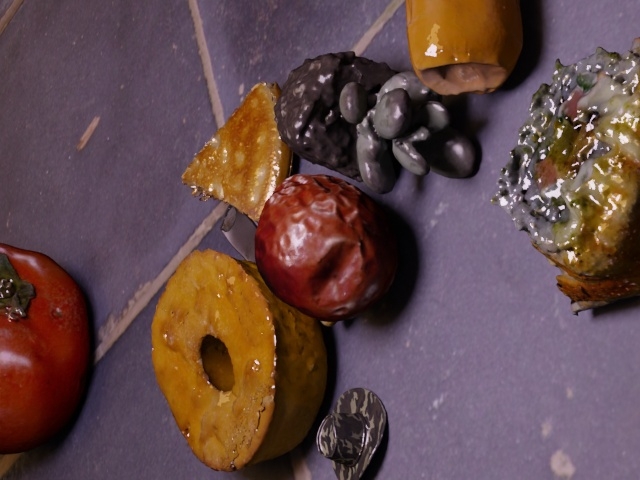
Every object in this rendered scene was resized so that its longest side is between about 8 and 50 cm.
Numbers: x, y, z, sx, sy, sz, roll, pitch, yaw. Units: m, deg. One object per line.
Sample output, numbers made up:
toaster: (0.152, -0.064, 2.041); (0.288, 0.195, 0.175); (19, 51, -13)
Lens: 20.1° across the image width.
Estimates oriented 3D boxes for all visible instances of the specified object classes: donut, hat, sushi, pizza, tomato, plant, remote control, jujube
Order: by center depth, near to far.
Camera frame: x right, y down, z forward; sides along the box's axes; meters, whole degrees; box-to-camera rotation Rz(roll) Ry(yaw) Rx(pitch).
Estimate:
sushi: (0.274, -0.059, 1.727); (0.184, 0.139, 0.274); (34, 101, 57)
plant: (0.057, -0.135, 2.073); (0.274, 0.146, 0.149); (21, 94, 56)
hat: (0.026, 0.225, 2.082); (0.121, 0.050, 0.121); (-31, 52, 49)
jujube: (0.000, 0.000, 2.102); (0.236, 0.168, 0.168); (-123, 53, -67)
donut: (-0.095, 0.149, 2.213); (0.277, 0.108, 0.277); (-3, 86, 53)
remote control: (-0.079, 0.014, 2.334); (0.212, 0.028, 0.059); (50, 123, 50)
pizza: (-0.101, -0.107, 2.375); (0.193, 0.053, 0.201); (-5, 74, 44)
tomato: (-0.504, 0.166, 2.701); (0.325, 0.293, 0.290); (63, 144, 38)

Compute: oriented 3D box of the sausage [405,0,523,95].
sausage: (0.155, -0.332, 2.018); (0.134, 0.116, 0.354); (-8, 64, 18)

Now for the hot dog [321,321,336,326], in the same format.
hot dog: (0.021, 0.068, 2.163); (0.090, 0.034, 0.030); (-86, 18, -48)
